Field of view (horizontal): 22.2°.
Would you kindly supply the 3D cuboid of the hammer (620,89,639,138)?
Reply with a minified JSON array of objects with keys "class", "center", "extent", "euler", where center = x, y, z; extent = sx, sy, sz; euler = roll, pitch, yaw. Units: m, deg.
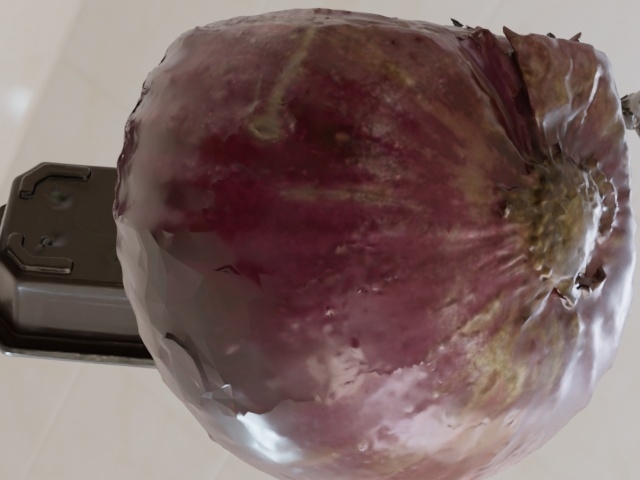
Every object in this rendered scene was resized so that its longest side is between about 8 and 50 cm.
[{"class":"hammer","center":[0.269,-0.032,1.166],"extent":[0.021,0.065,0.178],"euler":[-32,-97,-16]}]

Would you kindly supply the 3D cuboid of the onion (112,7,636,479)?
[{"class":"onion","center":[0.015,0.008,0.793],"extent":[0.230,0.272,0.256],"euler":[-24,-93,-42]}]

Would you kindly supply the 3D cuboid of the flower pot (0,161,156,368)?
[{"class":"flower pot","center":[-0.158,0.007,1.332],"extent":[0.251,0.084,0.179],"euler":[5,-127,-1]}]
